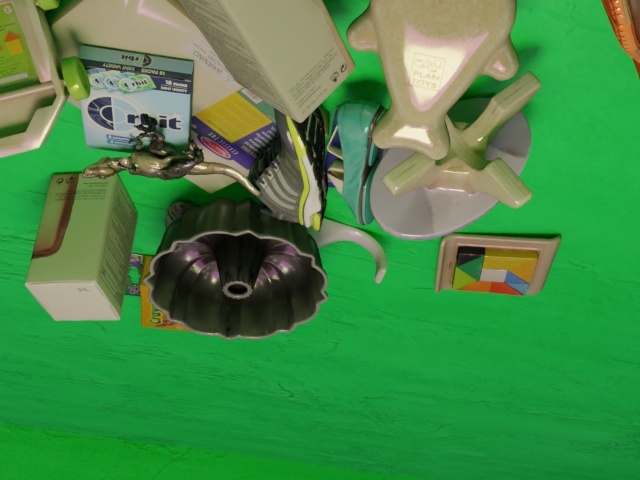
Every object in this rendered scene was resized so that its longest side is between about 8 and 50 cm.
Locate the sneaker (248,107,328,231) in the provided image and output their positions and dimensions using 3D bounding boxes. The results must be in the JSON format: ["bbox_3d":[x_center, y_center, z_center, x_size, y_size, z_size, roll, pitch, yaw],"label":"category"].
[{"bbox_3d":[-0.055,-0.110,1.183,0.121,0.111,0.300,3,147,5],"label":"sneaker"}]

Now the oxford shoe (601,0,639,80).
[{"bbox_3d":[0.435,-0.289,0.951,0.132,0.130,0.363,-23,151,28],"label":"oxford shoe"}]

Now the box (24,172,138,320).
[{"bbox_3d":[-0.423,0.011,1.376,0.127,0.232,0.148,-1,148,4],"label":"box"}]

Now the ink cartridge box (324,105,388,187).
[{"bbox_3d":[0.122,-0.129,1.291,0.224,0.045,0.223,5,148,-4],"label":"ink cartridge box"}]

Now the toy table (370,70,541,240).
[{"bbox_3d":[0.193,-0.124,1.092,0.252,0.274,0.161,40,171,13],"label":"toy table"}]

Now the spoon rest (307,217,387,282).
[{"bbox_3d":[0.000,0.000,1.496,0.276,0.084,0.137,19,146,-1],"label":"spoon rest"}]

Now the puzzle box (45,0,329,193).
[{"bbox_3d":[-0.214,-0.227,1.149,0.272,0.052,0.409,-21,141,32],"label":"puzzle box"}]

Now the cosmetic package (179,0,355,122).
[{"bbox_3d":[-0.093,-0.298,0.903,0.113,0.160,0.309,-46,143,-8],"label":"cosmetic package"}]

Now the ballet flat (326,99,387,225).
[{"bbox_3d":[0.054,-0.126,1.201,0.087,0.083,0.247,21,143,17],"label":"ballet flat"}]

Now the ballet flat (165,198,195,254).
[{"bbox_3d":[-0.273,0.008,1.507,0.077,0.079,0.221,8,147,-8],"label":"ballet flat"}]

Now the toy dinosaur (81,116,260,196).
[{"bbox_3d":[-0.220,-0.120,1.136,0.268,0.064,0.118,7,154,-4],"label":"toy dinosaur"}]

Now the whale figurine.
[{"bbox_3d":[0.141,-0.243,0.961,0.216,0.141,0.272,11,119,4],"label":"whale figurine"}]

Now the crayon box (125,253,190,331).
[{"bbox_3d":[-0.284,0.127,1.697,0.323,0.083,0.203,7,148,-7],"label":"crayon box"}]

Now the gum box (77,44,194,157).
[{"bbox_3d":[-0.267,-0.195,1.116,0.157,0.041,0.184,7,149,-7],"label":"gum box"}]

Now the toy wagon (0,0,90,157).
[{"bbox_3d":[-0.460,-0.272,0.965,0.267,0.068,0.344,-14,109,-1],"label":"toy wagon"}]

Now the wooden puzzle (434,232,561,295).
[{"bbox_3d":[0.361,0.059,1.579,0.238,0.044,0.221,-1,148,4],"label":"wooden puzzle"}]

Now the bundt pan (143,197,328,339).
[{"bbox_3d":[-0.150,0.043,1.399,0.331,0.124,0.331,-2,140,-1],"label":"bundt pan"}]
